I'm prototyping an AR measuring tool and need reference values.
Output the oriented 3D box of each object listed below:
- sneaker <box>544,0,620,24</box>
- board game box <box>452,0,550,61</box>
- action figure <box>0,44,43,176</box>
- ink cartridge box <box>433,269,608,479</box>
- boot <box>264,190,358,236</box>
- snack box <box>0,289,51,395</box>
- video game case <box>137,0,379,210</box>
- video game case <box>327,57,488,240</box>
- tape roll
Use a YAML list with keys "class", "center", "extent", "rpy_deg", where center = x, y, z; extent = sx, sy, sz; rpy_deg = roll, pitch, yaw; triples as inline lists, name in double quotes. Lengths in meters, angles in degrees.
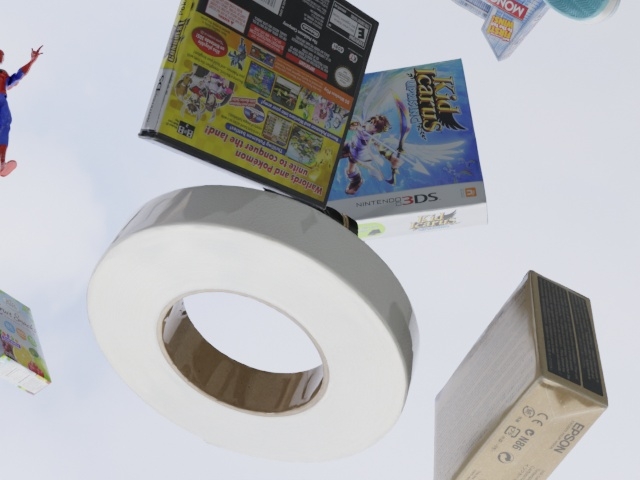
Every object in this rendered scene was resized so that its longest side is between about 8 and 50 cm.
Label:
- class: "sneaker"
  center: [0.385, -0.415, 1.506]
  extent: [0.208, 0.127, 0.319]
  rpy_deg: [12, -134, -41]
- class: "board game box"
  center: [0.312, -0.417, 1.780]
  extent: [0.194, 0.194, 0.060]
  rpy_deg: [33, -149, 18]
- class: "action figure"
  center: [-0.576, -0.268, 1.902]
  extent: [0.091, 0.139, 0.280]
  rpy_deg: [19, -137, -36]
- class: "ink cartridge box"
  center: [0.217, 0.183, 1.175]
  extent: [0.088, 0.235, 0.193]
  rpy_deg: [24, -146, -8]
- class: "boot"
  center: [-0.024, 0.002, 1.281]
  extent: [0.137, 0.077, 0.198]
  rpy_deg: [33, -160, -17]
- class: "snack box"
  center: [-0.422, 0.130, 1.408]
  extent: [0.100, 0.037, 0.141]
  rpy_deg: [49, -172, -50]
- class: "video game case"
  center: [-0.061, -0.191, 1.201]
  extent: [0.035, 0.248, 0.275]
  rpy_deg: [11, 173, 45]
- class: "video game case"
  center: [0.103, -0.131, 1.509]
  extent: [0.244, 0.061, 0.269]
  rpy_deg: [-7, -123, 5]
- class: "tape roll"
  center: [-0.080, 0.109, 1.201]
  extent: [0.392, 0.392, 0.072]
  rpy_deg: [29, -136, -5]
